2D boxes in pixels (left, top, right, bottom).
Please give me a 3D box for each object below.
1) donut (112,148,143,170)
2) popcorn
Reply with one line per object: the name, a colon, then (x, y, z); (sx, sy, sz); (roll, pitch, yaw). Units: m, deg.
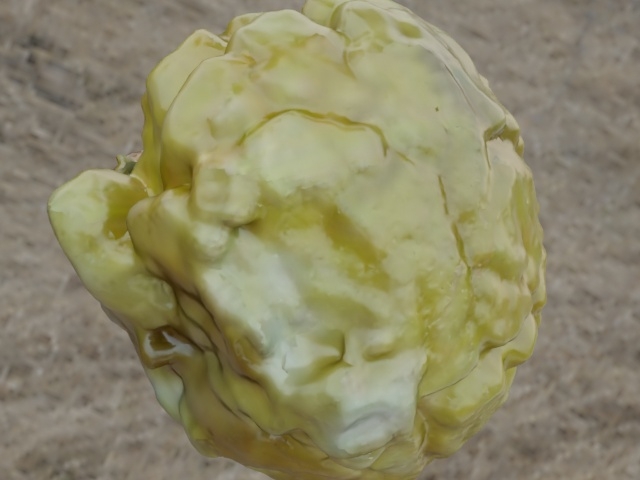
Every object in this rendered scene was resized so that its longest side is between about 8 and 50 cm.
donut: (-0.092, -0.009, 1.790); (0.253, 0.118, 0.253); (10, 25, -5)
popcorn: (0.015, 0.001, 1.364); (0.390, 0.354, 0.344); (-5, 45, -50)
